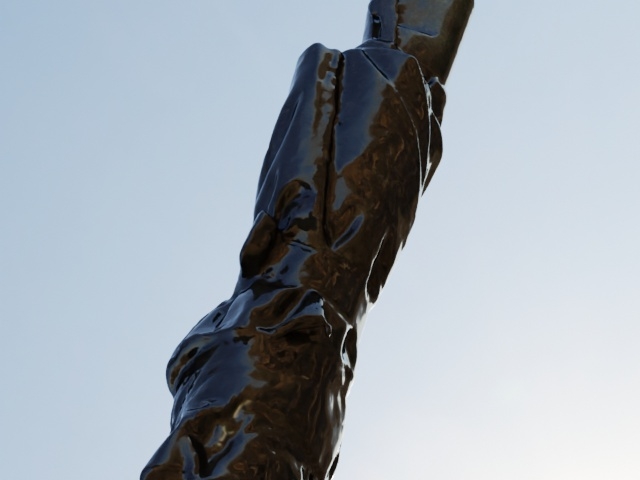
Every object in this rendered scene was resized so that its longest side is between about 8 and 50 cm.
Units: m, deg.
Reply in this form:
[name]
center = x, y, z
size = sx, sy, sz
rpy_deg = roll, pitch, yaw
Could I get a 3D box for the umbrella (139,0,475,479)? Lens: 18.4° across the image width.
[umbrella]
center = 0.000, 0.000, 0.635
size = 0.066, 0.059, 0.236
rpy_deg = 105, -174, -55
